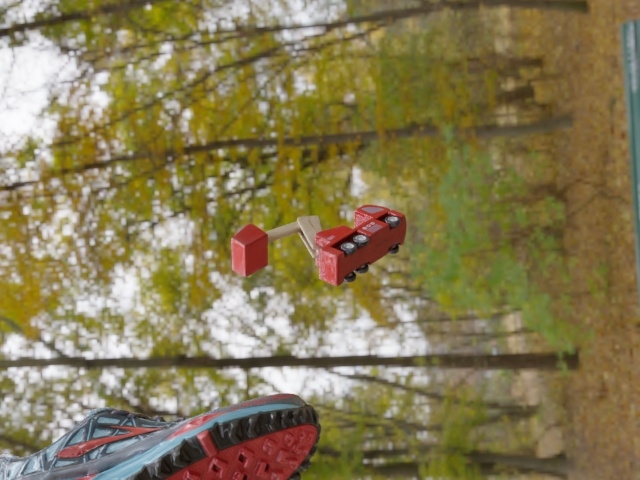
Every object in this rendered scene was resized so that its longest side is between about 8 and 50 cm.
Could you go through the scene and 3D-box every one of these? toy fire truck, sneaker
[{"bbox_3d":[0.000,0.000,1.246,0.192,0.135,0.047,-31,-47,-42],"label":"toy fire truck"},{"bbox_3d":[-0.132,0.157,0.762,0.125,0.262,0.104,-121,16,-50],"label":"sneaker"}]
